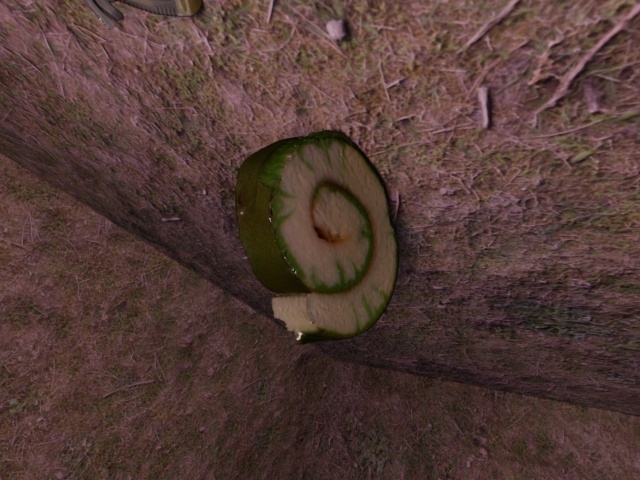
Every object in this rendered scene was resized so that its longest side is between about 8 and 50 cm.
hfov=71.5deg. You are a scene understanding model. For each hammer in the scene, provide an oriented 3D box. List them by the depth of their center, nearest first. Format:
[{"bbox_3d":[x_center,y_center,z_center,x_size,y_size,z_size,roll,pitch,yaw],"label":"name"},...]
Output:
[{"bbox_3d":[-0.288,-0.386,0.679,0.227,0.041,0.158,18,156,11],"label":"hammer"}]

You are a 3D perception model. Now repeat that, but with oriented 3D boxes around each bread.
[{"bbox_3d":[0.000,0.000,0.819,0.129,0.381,0.366,-7,155,42],"label":"bread"}]
